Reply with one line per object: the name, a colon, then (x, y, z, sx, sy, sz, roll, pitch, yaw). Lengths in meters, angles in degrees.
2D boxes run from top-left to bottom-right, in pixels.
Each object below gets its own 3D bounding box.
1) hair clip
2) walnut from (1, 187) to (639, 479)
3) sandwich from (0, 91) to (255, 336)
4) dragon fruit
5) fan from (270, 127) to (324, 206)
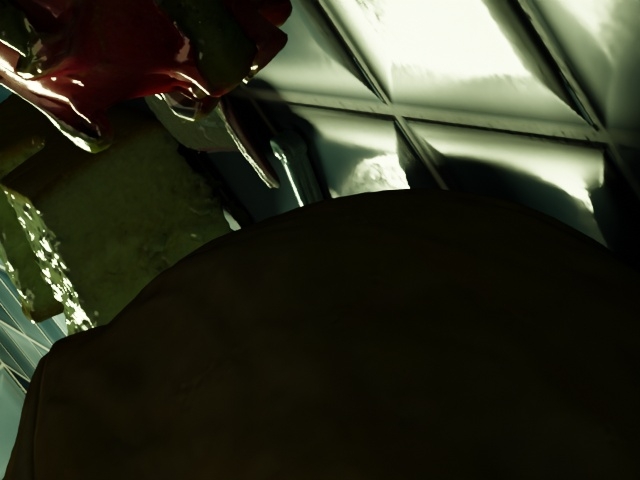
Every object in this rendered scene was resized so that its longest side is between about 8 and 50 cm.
hair clip: (-0.056, -0.060, 1.007, 0.054, 0.022, 0.137, 55, 167, -23)
walnut: (0.046, 0.174, 0.690, 0.398, 0.354, 0.308, 47, -167, 4)
sandwich: (-0.155, -0.025, 1.186, 0.235, 0.128, 0.122, 23, 142, 59)
dragon fruit: (-0.098, -0.118, 0.744, 0.172, 0.160, 0.166, 50, 142, -2)
fan: (0.000, 0.000, 1.007, 0.038, 0.016, 0.193, 42, 164, 33)
